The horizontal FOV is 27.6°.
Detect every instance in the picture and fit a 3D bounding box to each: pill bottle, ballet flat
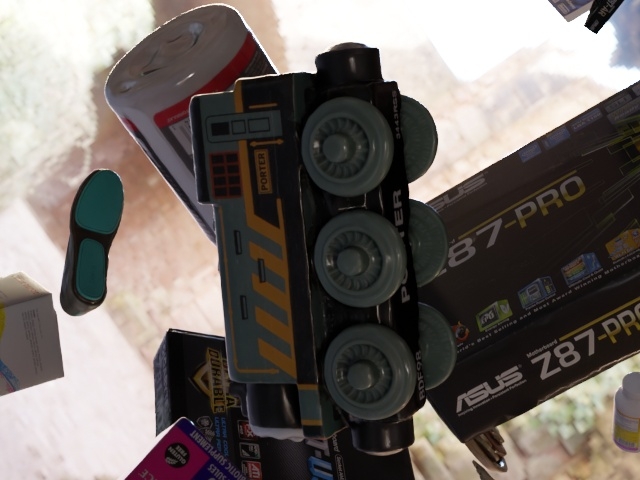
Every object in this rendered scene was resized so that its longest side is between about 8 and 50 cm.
[{"bbox_3d":[-0.088,-0.094,1.483,0.318,0.176,0.176,56,-2,-30],"label":"pill bottle"},{"bbox_3d":[-0.311,0.003,1.729,0.072,0.068,0.213,22,55,-27],"label":"ballet flat"},{"bbox_3d":[0.312,0.169,1.289,0.043,0.043,0.083,53,-22,45],"label":"pill bottle"}]

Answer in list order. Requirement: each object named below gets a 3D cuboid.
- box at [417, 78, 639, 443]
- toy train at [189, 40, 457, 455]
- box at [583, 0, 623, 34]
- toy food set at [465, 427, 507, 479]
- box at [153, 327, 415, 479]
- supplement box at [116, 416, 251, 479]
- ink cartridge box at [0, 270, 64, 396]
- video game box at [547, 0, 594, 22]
[{"bbox_3d":[0.265,-0.008,1.262,0.097,0.395,0.318,55,14,-23],"label":"box"},{"bbox_3d":[-0.001,0.010,1.062,0.142,0.190,0.334,-19,105,-62],"label":"toy train"},{"bbox_3d":[0.308,-0.259,1.370,0.018,0.067,0.083,35,33,-1],"label":"box"},{"bbox_3d":[0.168,0.192,1.397,0.132,0.038,0.192,42,15,-48],"label":"toy food set"},{"bbox_3d":[-0.038,0.250,1.474,0.295,0.293,0.073,-99,-153,-43],"label":"box"},{"bbox_3d":[-0.145,0.254,0.976,0.111,0.220,0.114,43,-23,-1],"label":"supplement box"},{"bbox_3d":[-0.449,0.132,1.738,0.128,0.176,0.127,25,-54,56],"label":"ink cartridge box"},{"bbox_3d":[0.318,-0.341,1.460,0.205,0.187,0.048,22,40,-58],"label":"video game box"}]
